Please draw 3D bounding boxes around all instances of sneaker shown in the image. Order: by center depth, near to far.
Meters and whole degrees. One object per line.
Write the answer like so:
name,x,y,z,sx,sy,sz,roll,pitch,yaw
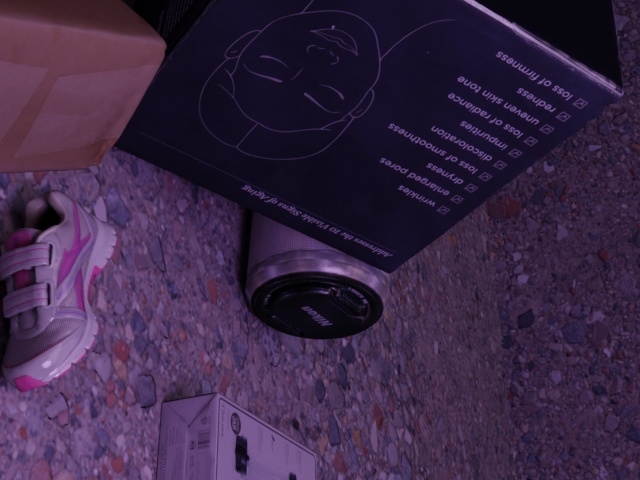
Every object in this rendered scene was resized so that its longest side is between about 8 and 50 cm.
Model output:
sneaker,-0.303,0.047,1.244,0.111,0.103,0.252,52,27,-39

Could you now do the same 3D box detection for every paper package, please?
paper package,-0.349,-0.207,1.006,0.309,0.168,0.325,42,19,13

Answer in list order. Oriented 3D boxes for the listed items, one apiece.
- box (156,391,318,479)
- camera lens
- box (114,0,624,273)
box,-0.104,0.331,1.552,0.290,0.087,0.169,42,41,-53
camera lens,0.000,0.000,1.797,0.219,0.219,0.274,49,35,-48
box,0.046,-0.255,1.502,0.480,0.472,0.297,25,47,-24
